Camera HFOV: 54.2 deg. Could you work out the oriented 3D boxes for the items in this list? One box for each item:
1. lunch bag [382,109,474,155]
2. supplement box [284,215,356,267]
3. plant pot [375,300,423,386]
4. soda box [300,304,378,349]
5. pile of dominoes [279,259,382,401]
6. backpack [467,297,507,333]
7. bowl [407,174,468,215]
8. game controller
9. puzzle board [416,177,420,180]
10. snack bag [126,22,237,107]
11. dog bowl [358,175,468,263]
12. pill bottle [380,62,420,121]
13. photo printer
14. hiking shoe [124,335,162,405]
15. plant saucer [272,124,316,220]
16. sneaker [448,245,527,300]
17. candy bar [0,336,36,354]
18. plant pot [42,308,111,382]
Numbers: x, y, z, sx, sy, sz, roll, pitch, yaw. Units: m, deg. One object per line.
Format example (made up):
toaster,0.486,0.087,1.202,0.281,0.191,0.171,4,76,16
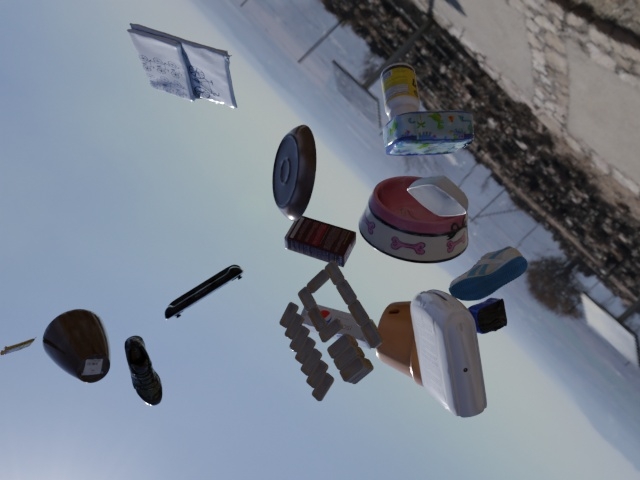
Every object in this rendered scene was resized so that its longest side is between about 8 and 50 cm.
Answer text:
lunch bag,0.282,-0.278,1.645,0.176,0.218,0.090,158,107,-77
supplement box,0.000,0.000,2.331,0.239,0.130,0.073,18,143,16
plant pot,0.307,0.313,1.999,0.203,0.291,0.291,9,165,30
soda box,0.050,0.240,1.777,0.216,0.069,0.074,13,157,27
pile of dominoes,0.021,0.196,1.348,0.040,0.196,0.251,29,-156,-48
backpack,0.508,0.240,1.952,0.101,0.120,0.098,-7,99,58
bowl,0.324,-0.125,1.688,0.142,0.053,0.142,37,163,-21
game controller,-0.415,0.188,2.247,0.067,0.319,0.166,58,176,-9
puzzle board,0.355,-0.139,1.966,0.128,0.011,0.096,45,168,50
snack bag,-0.443,-0.560,2.077,0.342,0.037,0.323,18,159,6
dog bowl,0.347,-0.092,2.268,0.407,0.150,0.408,5,-147,-3
pill bottle,0.269,-0.477,2.088,0.119,0.119,0.209,38,-138,-53
photo printer,0.339,0.287,1.695,0.256,0.107,0.308,-154,52,-76
hiking shoe,-0.550,0.405,1.917,0.114,0.086,0.227,161,86,-79
plant saucer,-0.094,-0.219,2.004,0.050,0.311,0.311,6,-155,-23
sneaker,0.471,0.096,1.789,0.087,0.228,0.092,60,-173,-27
candy bar,-1.006,0.352,2.088,0.018,0.040,0.161,45,-171,6
plant pot,-0.802,0.377,2.121,0.215,0.215,0.230,41,173,-41
